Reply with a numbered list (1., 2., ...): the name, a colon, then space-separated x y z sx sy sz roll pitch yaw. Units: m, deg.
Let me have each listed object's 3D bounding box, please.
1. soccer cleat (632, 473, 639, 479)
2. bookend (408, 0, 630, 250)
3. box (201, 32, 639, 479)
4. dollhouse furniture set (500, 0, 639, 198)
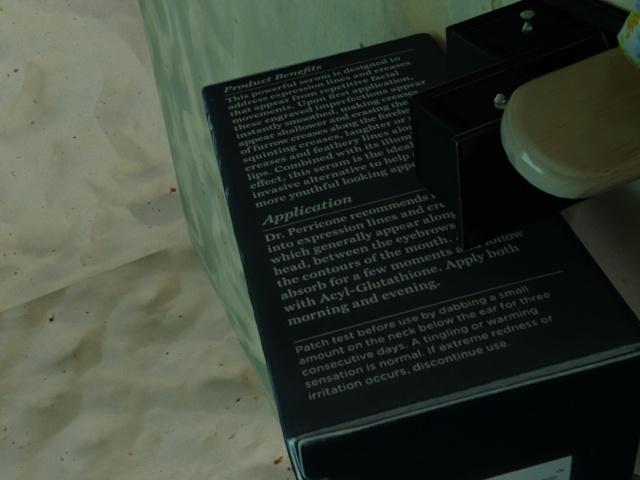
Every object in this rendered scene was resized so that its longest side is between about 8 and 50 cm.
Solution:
1. soccer cleat: 0.262 0.215 0.610 0.196 0.068 0.076 -132 40 -50
2. bookend: 0.111 -0.088 0.514 0.157 0.156 0.072 -128 21 -50
3. box: 0.057 0.067 0.676 0.395 0.211 0.294 -109 7 -50
4. dollhouse furniture set: 0.101 -0.148 0.260 0.394 0.256 0.362 61 164 26
